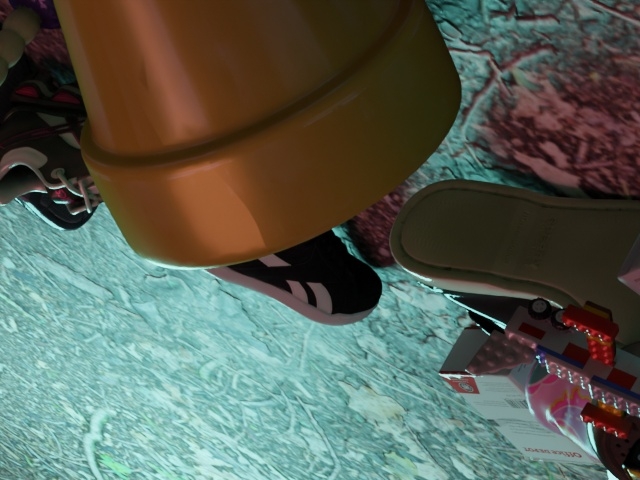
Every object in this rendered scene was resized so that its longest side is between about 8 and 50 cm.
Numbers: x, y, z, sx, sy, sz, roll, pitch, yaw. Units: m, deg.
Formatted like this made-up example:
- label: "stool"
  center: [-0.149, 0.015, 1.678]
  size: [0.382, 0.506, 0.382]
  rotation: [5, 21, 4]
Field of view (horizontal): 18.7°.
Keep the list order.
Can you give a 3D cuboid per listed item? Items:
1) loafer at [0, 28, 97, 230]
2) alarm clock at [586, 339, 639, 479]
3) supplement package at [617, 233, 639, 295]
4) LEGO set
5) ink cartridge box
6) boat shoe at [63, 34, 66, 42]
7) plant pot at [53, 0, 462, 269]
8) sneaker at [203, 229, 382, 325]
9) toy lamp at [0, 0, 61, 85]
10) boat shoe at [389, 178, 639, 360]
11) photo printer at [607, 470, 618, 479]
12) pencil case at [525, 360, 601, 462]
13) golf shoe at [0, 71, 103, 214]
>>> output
- label: "loafer"
  center: [-0.309, -0.112, 1.796]
  size: [0.095, 0.109, 0.302]
  rotation: [20, 158, 35]
- label: "alarm clock"
  center: [0.232, 0.118, 1.326]
  size: [0.192, 0.064, 0.129]
  rotation: [39, 141, -7]
- label: "supplement package"
  center: [0.303, -0.061, 0.938]
  size: [0.145, 0.262, 0.204]
  rotation: [37, 157, -13]
- label: "LEGO set"
  center: [0.193, 0.091, 0.980]
  size: [0.182, 0.060, 0.244]
  rotation: [41, 158, -13]
- label: "ink cartridge box"
  center: [0.189, 0.138, 1.746]
  size: [0.135, 0.056, 0.099]
  rotation: [44, 154, -27]
- label: "boat shoe"
  center: [-0.132, -0.161, 1.561]
  size: [0.153, 0.048, 0.056]
  rotation: [12, 146, 26]
- label: "plant pot"
  center: [-0.067, -0.148, 1.270]
  size: [0.254, 0.254, 0.239]
  rotation: [4, 130, 47]
- label: "sneaker"
  center: [0.000, 0.000, 1.674]
  size: [0.217, 0.079, 0.121]
  rotation: [18, 129, -40]
- label: "toy lamp"
  center: [-0.289, -0.102, 1.564]
  size: [0.080, 0.274, 0.080]
  rotation: [26, 157, 12]
- label: "boat shoe"
  center: [0.212, 0.046, 1.447]
  size: [0.340, 0.127, 0.113]
  rotation: [11, 155, 34]
- label: "photo printer"
  center: [0.400, 0.246, 1.637]
  size: [0.256, 0.107, 0.307]
  rotation: [0, 142, 47]
- label: "pencil case"
  center: [0.287, 0.141, 1.480]
  size: [0.284, 0.124, 0.124]
  rotation: [29, 163, 50]
- label: "golf shoe"
  center: [-0.170, -0.070, 1.676]
  size: [0.273, 0.120, 0.105]
  rotation: [4, 144, 35]
